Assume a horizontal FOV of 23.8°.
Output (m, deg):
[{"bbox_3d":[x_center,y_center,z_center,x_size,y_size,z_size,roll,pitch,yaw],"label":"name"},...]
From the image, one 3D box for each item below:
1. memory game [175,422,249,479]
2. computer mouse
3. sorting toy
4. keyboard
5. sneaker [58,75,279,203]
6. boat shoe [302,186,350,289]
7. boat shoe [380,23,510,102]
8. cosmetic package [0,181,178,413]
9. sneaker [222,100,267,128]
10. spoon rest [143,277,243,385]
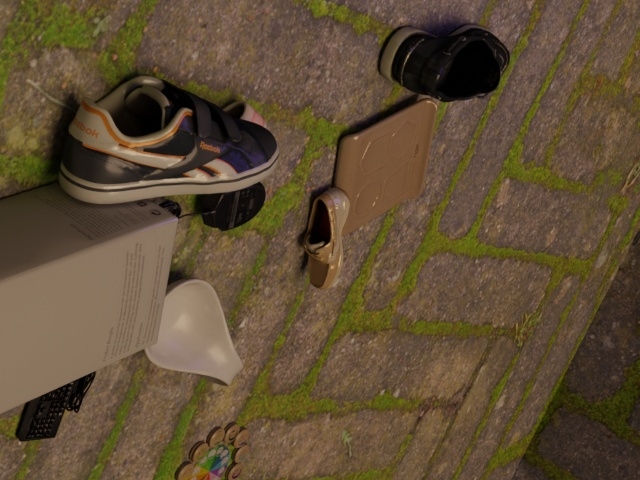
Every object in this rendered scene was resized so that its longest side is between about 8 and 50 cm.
[{"bbox_3d":[-0.180,0.380,2.484,0.186,0.012,0.186,-38,145,-33],"label":"memory game"},{"bbox_3d":[-0.172,-0.042,2.085,0.242,0.041,0.071,-15,131,-43],"label":"computer mouse"},{"bbox_3d":[0.095,-0.120,2.426,0.208,0.038,0.193,-26,137,-38],"label":"sorting toy"},{"bbox_3d":[-0.336,0.187,2.035,0.100,0.038,0.192,-4,121,-56],"label":"keyboard"},{"bbox_3d":[-0.170,-0.131,1.881,0.321,0.126,0.127,-13,127,-43],"label":"sneaker"},{"bbox_3d":[0.000,0.000,2.364,0.059,0.063,0.170,-17,121,-47],"label":"boat shoe"},{"bbox_3d":[0.229,-0.273,2.404,0.340,0.113,0.127,1,115,-58],"label":"boat shoe"},{"bbox_3d":[-0.352,0.068,1.775,0.365,0.155,0.197,-21,133,-48],"label":"cosmetic package"},{"bbox_3d":[-0.131,-0.131,2.045,0.134,0.051,0.070,-52,145,-13],"label":"sneaker"},{"bbox_3d":[-0.176,0.144,2.195,0.137,0.084,0.276,-53,152,-10],"label":"spoon rest"}]
